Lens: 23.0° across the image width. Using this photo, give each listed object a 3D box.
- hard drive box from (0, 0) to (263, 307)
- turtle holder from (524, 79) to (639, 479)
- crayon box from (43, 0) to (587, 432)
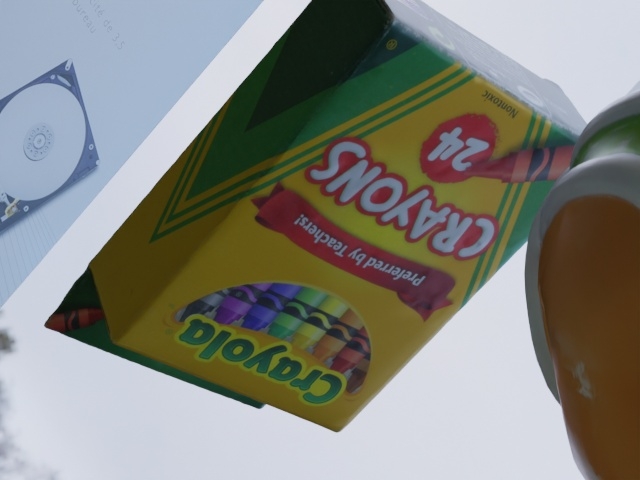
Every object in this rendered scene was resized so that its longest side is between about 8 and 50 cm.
[{"bbox_3d":[-0.140,-0.111,0.672,0.089,0.232,0.181,22,-25,36],"label":"hard drive box"},{"bbox_3d":[0.211,-0.001,0.504,0.227,0.320,0.243,8,-39,55],"label":"turtle holder"},{"bbox_3d":[0.000,0.000,0.996,0.318,0.202,0.081,-48,-140,21],"label":"crayon box"}]
